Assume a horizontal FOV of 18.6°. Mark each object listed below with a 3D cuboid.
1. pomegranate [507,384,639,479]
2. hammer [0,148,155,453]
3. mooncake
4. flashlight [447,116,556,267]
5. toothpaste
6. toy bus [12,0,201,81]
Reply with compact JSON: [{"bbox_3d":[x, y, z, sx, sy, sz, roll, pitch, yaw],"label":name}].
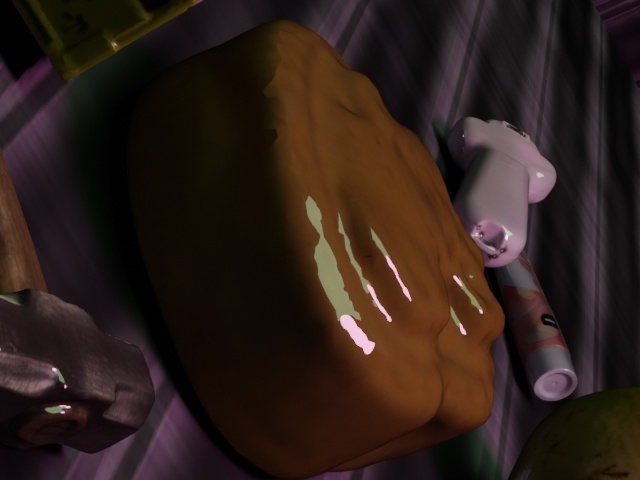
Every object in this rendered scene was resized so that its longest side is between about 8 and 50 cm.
[{"bbox_3d":[0.182,0.180,1.194,0.179,0.210,0.179,14,64,-31],"label":"pomegranate"},{"bbox_3d":[-0.158,-0.091,0.751,0.111,0.043,0.365,27,38,-62],"label":"hammer"},{"bbox_3d":[0.000,0.000,0.957,0.235,0.117,0.235,52,23,-34],"label":"mooncake"},{"bbox_3d":[0.132,-0.035,1.502,0.093,0.047,0.200,31,27,-5],"label":"flashlight"},{"bbox_3d":[0.155,0.040,1.506,0.056,0.036,0.205,47,19,-39],"label":"toothpaste"},{"bbox_3d":[-0.067,-0.176,0.960,0.113,0.139,0.301,58,19,-13],"label":"toy bus"}]
